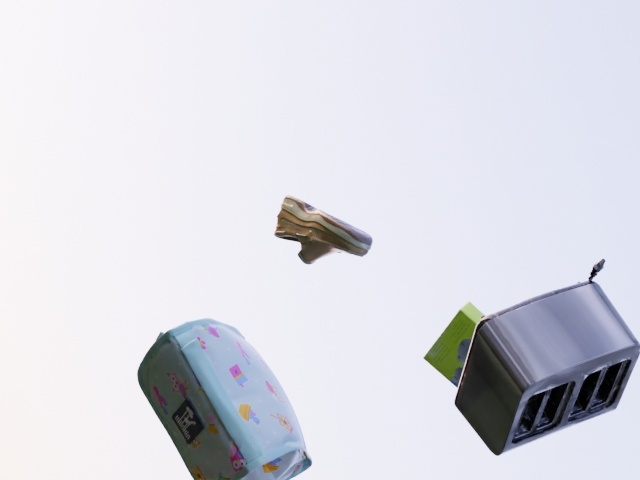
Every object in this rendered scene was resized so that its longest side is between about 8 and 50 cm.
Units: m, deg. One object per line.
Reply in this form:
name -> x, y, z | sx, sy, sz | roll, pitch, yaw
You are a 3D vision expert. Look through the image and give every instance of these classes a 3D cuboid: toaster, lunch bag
toaster -> 0.254, 0.138, 1.711 | 0.110, 0.168, 0.186 | 56, -28, 33
lunch bag -> -0.126, 0.226, 2.016 | 0.223, 0.160, 0.262 | 59, -2, 14

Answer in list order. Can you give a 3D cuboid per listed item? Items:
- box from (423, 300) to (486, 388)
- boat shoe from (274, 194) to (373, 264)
box -> 0.245, 0.184, 2.174 | 0.178, 0.042, 0.109 | 40, -58, 12
boat shoe -> 0.000, 0.000, 1.982 | 0.068, 0.072, 0.190 | 27, 0, -31
